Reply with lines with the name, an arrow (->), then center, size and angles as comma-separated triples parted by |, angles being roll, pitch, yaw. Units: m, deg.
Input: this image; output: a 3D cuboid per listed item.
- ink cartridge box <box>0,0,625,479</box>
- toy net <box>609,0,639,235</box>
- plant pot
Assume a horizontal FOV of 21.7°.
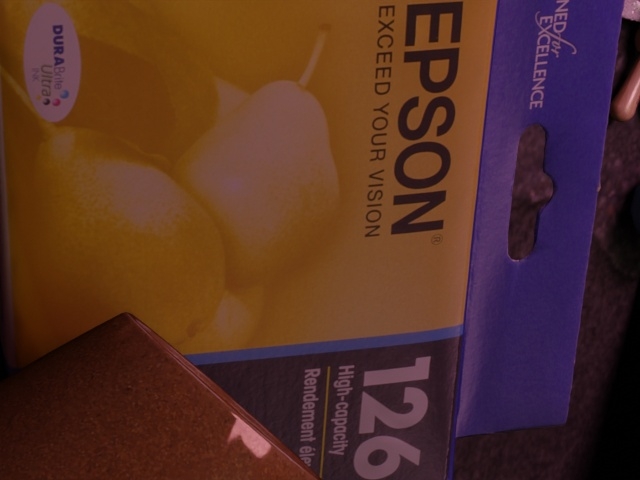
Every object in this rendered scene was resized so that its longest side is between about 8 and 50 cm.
ink cartridge box -> 0.000, 0.000, 0.796 | 0.307, 0.072, 0.303 | -4, 120, -11
toy net -> 0.243, -0.106, 1.118 | 0.122, 0.045, 0.232 | -28, 120, -33
plant pot -> -0.121, 0.164, 0.710 | 0.254, 0.237, 0.237 | -49, 131, -5
